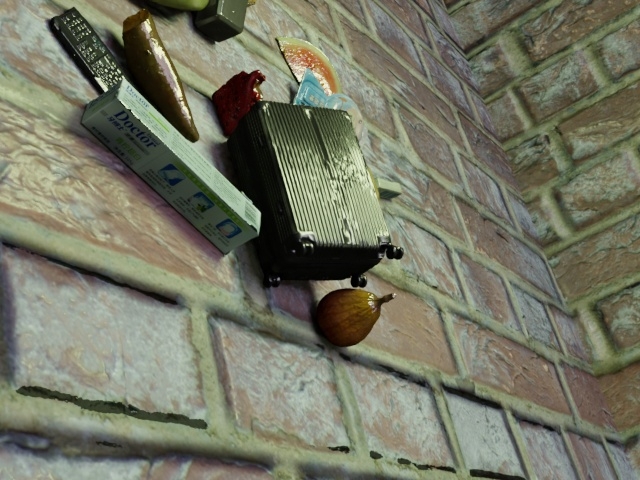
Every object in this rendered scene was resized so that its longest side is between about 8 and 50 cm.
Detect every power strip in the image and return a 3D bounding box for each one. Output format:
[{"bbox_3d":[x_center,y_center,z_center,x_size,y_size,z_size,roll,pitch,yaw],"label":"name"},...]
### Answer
[{"bbox_3d":[0.153,-0.129,2.322,0.191,0.047,0.030,6,65,-62],"label":"power strip"}]

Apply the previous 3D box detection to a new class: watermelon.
[{"bbox_3d":[-0.018,-0.397,2.274,0.119,0.063,0.245,-35,97,-53],"label":"watermelon"}]

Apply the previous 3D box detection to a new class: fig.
[{"bbox_3d":[0.056,0.127,1.751,0.119,0.153,0.119,18,41,-17],"label":"fig"}]

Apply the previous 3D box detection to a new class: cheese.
[{"bbox_3d":[0.029,-0.296,2.214,0.244,0.052,0.135,33,65,-39],"label":"cheese"}]

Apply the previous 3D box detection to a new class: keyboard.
[{"bbox_3d":[-0.338,-0.260,1.526,0.262,0.016,0.106,54,25,-15],"label":"keyboard"}]

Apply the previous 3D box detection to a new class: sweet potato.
[{"bbox_3d":[-0.278,-0.273,1.601,0.244,0.077,0.077,68,23,-6],"label":"sweet potato"}]

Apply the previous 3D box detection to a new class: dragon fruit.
[{"bbox_3d":[-0.147,-0.258,1.775,0.097,0.131,0.063,45,33,-18],"label":"dragon fruit"}]

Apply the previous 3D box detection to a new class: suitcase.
[{"bbox_3d":[-0.017,-0.087,1.727,0.229,0.152,0.335,2,60,-35],"label":"suitcase"}]

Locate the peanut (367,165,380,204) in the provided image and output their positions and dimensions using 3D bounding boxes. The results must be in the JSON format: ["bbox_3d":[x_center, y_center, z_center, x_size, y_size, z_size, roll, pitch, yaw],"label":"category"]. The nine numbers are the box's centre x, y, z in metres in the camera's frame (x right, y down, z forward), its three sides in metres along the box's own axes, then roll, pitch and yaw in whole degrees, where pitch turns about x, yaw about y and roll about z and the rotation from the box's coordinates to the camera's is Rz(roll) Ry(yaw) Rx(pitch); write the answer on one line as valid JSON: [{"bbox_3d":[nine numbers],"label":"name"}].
[{"bbox_3d":[0.057,-0.109,2.034,0.233,0.110,0.197,2,67,-63],"label":"peanut"}]

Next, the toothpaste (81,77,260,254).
[{"bbox_3d":[-0.229,-0.112,1.502,0.336,0.081,0.067,46,28,-32],"label":"toothpaste"}]

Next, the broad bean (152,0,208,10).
[{"bbox_3d":[-0.286,-0.521,1.787,0.189,0.121,0.263,54,21,2],"label":"broad bean"}]

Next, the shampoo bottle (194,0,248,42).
[{"bbox_3d":[-0.193,-0.538,1.939,0.079,0.080,0.246,27,62,-44],"label":"shampoo bottle"}]

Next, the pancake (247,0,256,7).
[{"bbox_3d":[-0.253,-0.679,2.080,0.382,0.071,0.382,39,36,-37],"label":"pancake"}]
